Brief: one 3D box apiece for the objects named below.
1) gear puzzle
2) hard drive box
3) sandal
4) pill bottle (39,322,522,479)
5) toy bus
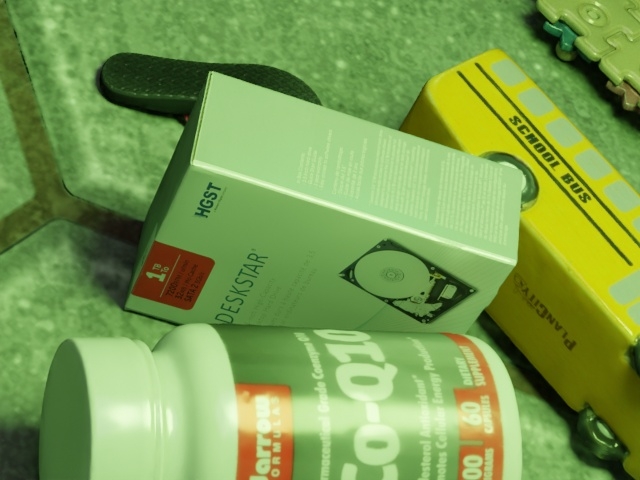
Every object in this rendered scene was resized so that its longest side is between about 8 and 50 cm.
[{"bbox_3d":[0.338,-0.208,1.723,0.339,0.044,0.175,-29,68,-40],"label":"gear puzzle"},{"bbox_3d":[0.000,0.000,1.320,0.232,0.181,0.089,17,51,-10],"label":"hard drive box"},{"bbox_3d":[-0.083,-0.108,1.467,0.179,0.040,0.067,10,44,3],"label":"sandal"},{"bbox_3d":[-0.028,0.135,1.215,0.283,0.161,0.161,3,53,-21],"label":"pill bottle"},{"bbox_3d":[0.187,0.017,1.415,0.130,0.108,0.333,-27,68,-37],"label":"toy bus"}]
